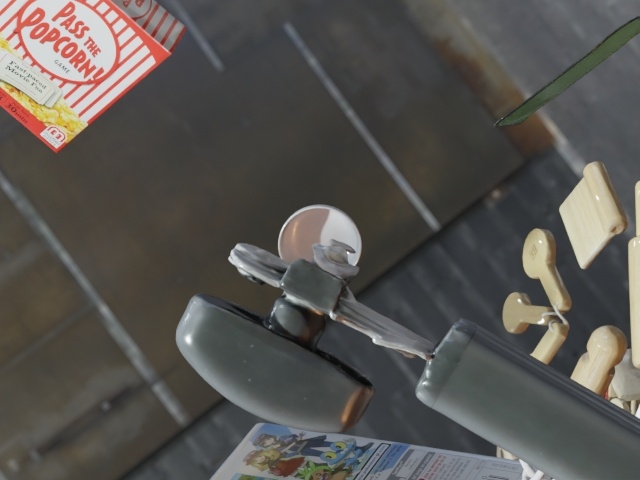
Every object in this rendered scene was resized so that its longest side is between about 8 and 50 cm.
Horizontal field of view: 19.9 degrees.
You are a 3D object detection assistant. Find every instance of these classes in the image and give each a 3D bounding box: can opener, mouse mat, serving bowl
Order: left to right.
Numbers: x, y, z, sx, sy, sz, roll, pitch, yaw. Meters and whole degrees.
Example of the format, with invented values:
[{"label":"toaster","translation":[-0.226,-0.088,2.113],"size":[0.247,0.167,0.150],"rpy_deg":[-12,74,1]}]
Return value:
[{"label":"serving bowl","translation":[0.000,0.000,1.828],"size":[0.083,0.083,0.027],"rpy_deg":[58,-166,-18]},{"label":"can opener","translation":[0.068,0.081,0.910],"size":[0.280,0.093,0.074],"rpy_deg":[26,-174,5]},{"label":"mouse mat","translation":[0.271,-0.179,1.942],"size":[0.007,0.189,0.152],"rpy_deg":[53,-163,6]}]

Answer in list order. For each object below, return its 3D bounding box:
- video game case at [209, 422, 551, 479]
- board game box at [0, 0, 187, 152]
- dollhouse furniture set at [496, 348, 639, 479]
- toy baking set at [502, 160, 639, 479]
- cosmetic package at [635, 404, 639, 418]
[{"label":"video game case","translation":[-0.014,0.277,1.464],"size":[0.300,0.329,0.036],"rpy_deg":[4,128,35]},{"label":"board game box","translation":[-0.238,-0.184,1.678],"size":[0.147,0.045,0.193],"rpy_deg":[41,132,-16]},{"label":"dollhouse furniture set","translation":[0.265,0.200,1.922],"size":[0.129,0.129,0.184],"rpy_deg":[-108,13,-56]},{"label":"toy baking set","translation":[0.182,0.079,1.222],"size":[0.197,0.030,0.256],"rpy_deg":[137,136,-60]},{"label":"cosmetic package","translation":[0.277,0.213,1.441],"size":[0.239,0.098,0.060],"rpy_deg":[101,154,-43]}]
